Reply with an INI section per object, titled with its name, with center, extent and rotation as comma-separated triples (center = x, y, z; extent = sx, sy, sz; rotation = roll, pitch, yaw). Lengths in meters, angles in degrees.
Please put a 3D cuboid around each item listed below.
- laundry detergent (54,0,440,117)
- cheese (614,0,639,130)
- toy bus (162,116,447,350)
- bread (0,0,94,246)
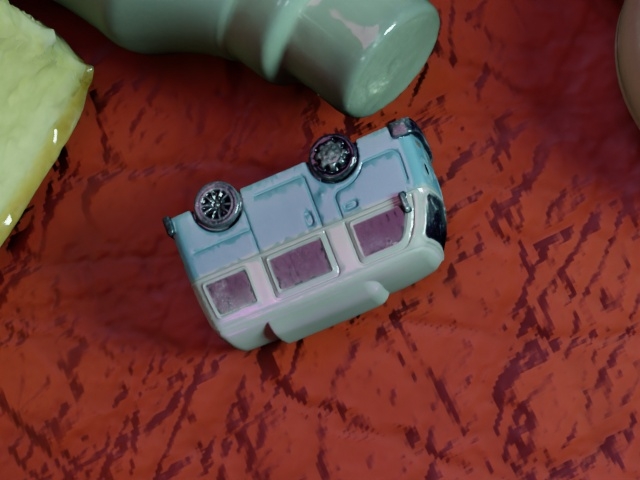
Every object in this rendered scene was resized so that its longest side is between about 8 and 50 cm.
[laundry detergent]
center = -0.095, -0.215, 0.877
extent = 0.398, 0.125, 0.264
rotation = 41, 84, 21
[cheese]
center = 0.177, -0.106, 0.806
extent = 0.137, 0.064, 0.227
rotation = -44, 67, -5
[toy bus]
center = 0.000, 0.000, 0.816
extent = 0.123, 0.060, 0.075
rotation = -23, 73, 8
[bread]
center = -0.331, -0.039, 0.866
extent = 0.333, 0.143, 0.323
rotation = 29, 80, 21
